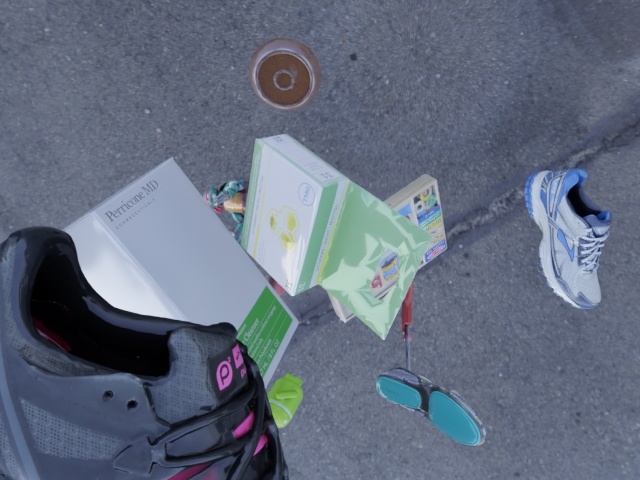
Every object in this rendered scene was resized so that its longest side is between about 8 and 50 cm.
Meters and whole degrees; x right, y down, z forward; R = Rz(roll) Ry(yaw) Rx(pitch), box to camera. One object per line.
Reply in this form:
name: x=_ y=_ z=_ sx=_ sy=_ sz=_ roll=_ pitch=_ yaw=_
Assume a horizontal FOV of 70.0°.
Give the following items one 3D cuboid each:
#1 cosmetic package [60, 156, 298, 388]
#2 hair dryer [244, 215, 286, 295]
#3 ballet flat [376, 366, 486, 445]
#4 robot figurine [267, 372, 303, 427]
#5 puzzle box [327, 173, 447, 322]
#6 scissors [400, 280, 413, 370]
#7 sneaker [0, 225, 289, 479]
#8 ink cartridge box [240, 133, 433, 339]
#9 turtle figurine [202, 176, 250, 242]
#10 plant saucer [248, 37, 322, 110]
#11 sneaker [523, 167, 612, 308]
cosmetic package: x=-0.220 y=0.079 z=0.738 sx=0.155 sy=0.196 sz=0.365 roll=-22 pitch=114 yaw=31
hair dryer: x=-0.124 y=0.039 z=1.283 sx=0.224 sy=0.080 sz=0.293 roll=28 pitch=126 yaw=48
ballet flat: x=0.104 y=0.145 z=0.418 sx=0.114 sy=0.041 sz=0.041 roll=15 pitch=122 yaw=46
robot figurine: x=-0.080 y=0.333 z=0.943 sx=0.067 sy=0.115 sz=0.101 roll=26 pitch=133 yaw=9
puzzle box: x=0.183 y=0.027 z=1.300 sx=0.409 sy=0.052 sz=0.272 roll=-34 pitch=131 yaw=-15
scissors: x=0.165 y=0.175 z=0.865 sx=0.021 sy=0.296 sz=0.108 roll=4 pitch=141 yaw=4
sneaker: x=-0.109 y=0.175 z=0.363 sx=0.483 sy=0.185 sz=0.202 roll=41 pitch=92 yaw=-7
ink cartridge box: x=0.000 y=0.000 z=0.553 sx=0.235 sy=0.056 sz=0.171 roll=41 pitch=133 yaw=30
turtle figurine: x=-0.152 y=-0.073 z=0.915 sx=0.235 sy=0.118 sz=0.175 roll=-1 pitch=145 yaw=0
plant saucer: x=-0.082 y=-0.370 z=1.041 sx=0.169 sy=0.029 sz=0.168 roll=1 pitch=132 yaw=2
sneaker: x=0.231 y=-0.002 z=0.413 sx=0.058 sy=0.052 sz=0.135 roll=-19 pitch=91 yaw=57
